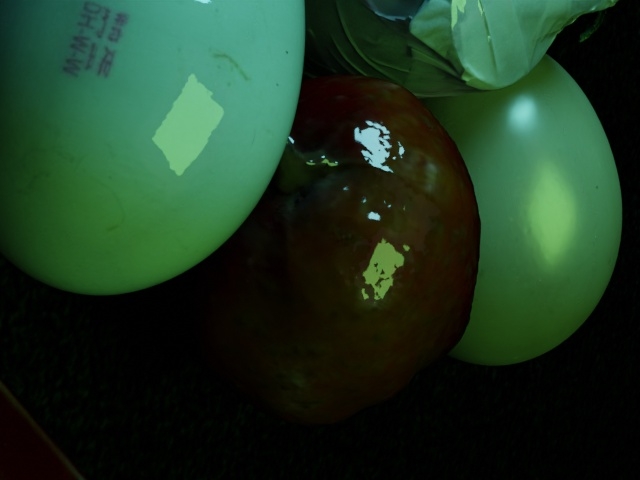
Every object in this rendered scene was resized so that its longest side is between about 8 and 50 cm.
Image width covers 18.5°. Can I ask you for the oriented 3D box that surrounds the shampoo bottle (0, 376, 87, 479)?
[{"bbox_3d":[-0.218,0.099,1.077,0.102,0.064,0.260,-56,141,-23],"label":"shampoo bottle"}]

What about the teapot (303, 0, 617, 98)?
[{"bbox_3d":[0.088,-0.161,1.287,0.221,0.178,0.163,15,95,-48],"label":"teapot"}]

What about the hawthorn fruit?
[{"bbox_3d":[0.000,0.000,1.210,0.215,0.215,0.250,-62,165,-18],"label":"hawthorn fruit"}]

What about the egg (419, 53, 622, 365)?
[{"bbox_3d":[0.122,-0.028,1.400,0.186,0.186,0.242,-23,116,-49],"label":"egg"}]

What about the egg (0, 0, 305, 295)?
[{"bbox_3d":[-0.099,-0.097,1.063,0.183,0.183,0.264,42,61,-53],"label":"egg"}]

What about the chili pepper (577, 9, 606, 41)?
[{"bbox_3d":[0.185,-0.245,1.513,0.279,0.065,0.122,25,95,-53],"label":"chili pepper"}]
